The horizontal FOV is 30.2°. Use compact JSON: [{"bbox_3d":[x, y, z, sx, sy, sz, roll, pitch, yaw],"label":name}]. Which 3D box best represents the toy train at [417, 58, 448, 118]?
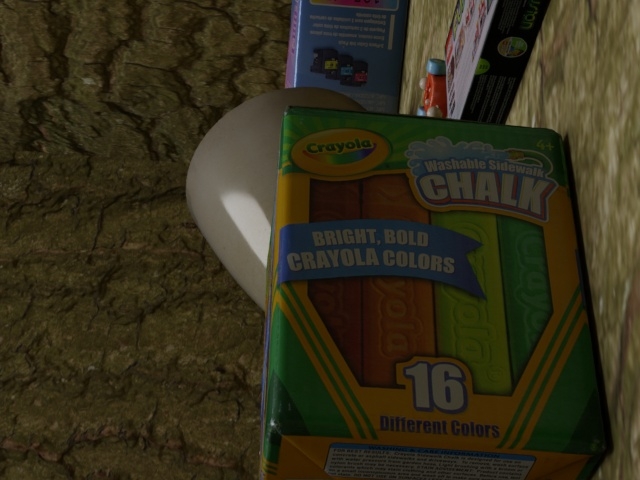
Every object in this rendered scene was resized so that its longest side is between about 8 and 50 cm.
[{"bbox_3d":[0.108,-0.074,1.075,0.125,0.046,0.166,-93,11,-68],"label":"toy train"}]

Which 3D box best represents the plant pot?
[{"bbox_3d":[0.000,0.000,1.369,0.274,0.256,0.256,-117,27,-48],"label":"plant pot"}]

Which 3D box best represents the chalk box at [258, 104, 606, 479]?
[{"bbox_3d":[0.054,0.036,0.746,0.179,0.180,0.289,99,172,-54],"label":"chalk box"}]

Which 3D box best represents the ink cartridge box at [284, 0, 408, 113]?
[{"bbox_3d":[0.025,-0.202,1.665,0.270,0.151,0.395,-102,15,-76],"label":"ink cartridge box"}]

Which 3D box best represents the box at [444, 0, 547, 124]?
[{"bbox_3d":[0.130,-0.170,0.884,0.207,0.036,0.114,100,173,-57],"label":"box"}]
